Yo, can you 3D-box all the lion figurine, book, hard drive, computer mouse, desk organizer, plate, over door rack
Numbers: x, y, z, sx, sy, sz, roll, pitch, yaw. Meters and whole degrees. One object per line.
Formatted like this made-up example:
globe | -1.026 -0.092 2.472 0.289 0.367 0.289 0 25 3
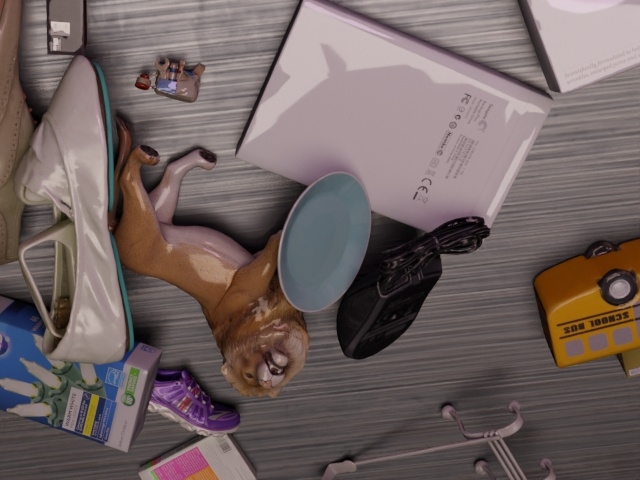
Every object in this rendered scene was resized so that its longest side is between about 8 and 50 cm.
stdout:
lion figurine | -0.161 0.028 1.883 0.392 0.142 0.240 36 115 -2
book | -0.178 0.338 2.054 0.144 0.035 0.096 -28 109 8
hard drive | 0.095 -0.150 1.850 0.353 0.047 0.233 21 111 -12
computer mouse | 0.097 0.058 1.886 0.188 0.072 0.272 -19 153 -37
desk organizer | -0.315 -0.300 1.762 0.047 0.050 0.130 2 113 -4
plate | 0.000 0.000 1.819 0.024 0.188 0.188 18 119 35
over door rack | 0.191 0.370 2.056 0.324 0.108 0.239 -22 113 22

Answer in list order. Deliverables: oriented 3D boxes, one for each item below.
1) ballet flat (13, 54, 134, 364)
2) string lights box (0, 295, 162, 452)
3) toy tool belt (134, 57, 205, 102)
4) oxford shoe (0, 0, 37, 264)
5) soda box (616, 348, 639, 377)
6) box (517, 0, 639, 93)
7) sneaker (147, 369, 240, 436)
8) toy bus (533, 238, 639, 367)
ballet flat | -0.318 -0.026 1.773 0.139 0.139 0.400 -4 106 -1
string lights box | -0.359 0.178 1.924 0.259 0.077 0.133 17 112 4
toy tool belt | -0.192 -0.211 1.814 0.083 0.052 0.051 14 81 -12
oxford shoe | -0.420 -0.152 1.801 0.146 0.140 0.397 2 112 -37
soda box | 0.505 0.133 1.982 0.181 0.061 0.058 -15 113 4
box | 0.341 -0.294 1.738 0.181 0.119 0.182 -20 96 6
sneaker | -0.186 0.221 1.985 0.170 0.068 0.071 25 104 -12
toy bus | 0.464 0.062 1.924 0.332 0.108 0.130 -15 113 4
